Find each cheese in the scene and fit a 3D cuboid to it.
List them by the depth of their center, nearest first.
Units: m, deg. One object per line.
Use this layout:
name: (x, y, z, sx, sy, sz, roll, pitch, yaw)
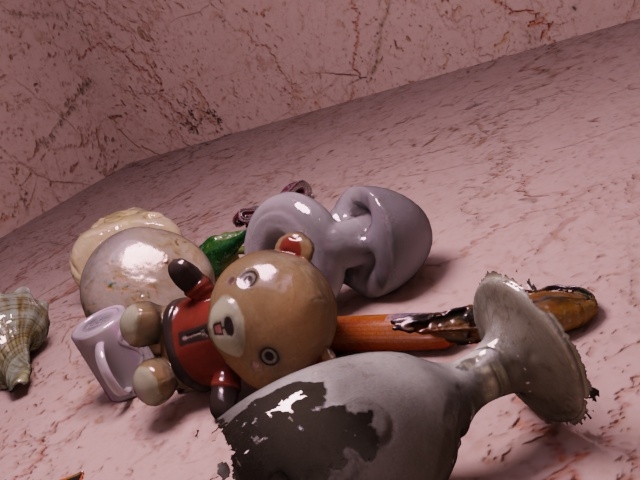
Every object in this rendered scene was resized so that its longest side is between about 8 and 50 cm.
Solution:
cheese: (-0.455, 0.028, 1.848, 0.248, 0.173, 0.251, -32, 26, -35)

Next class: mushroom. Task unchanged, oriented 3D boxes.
mushroom: (-0.311, 0.102, 1.450, 0.244, 0.243, 0.243, -19, 18, 6)

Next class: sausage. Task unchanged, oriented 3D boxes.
sausage: (0.050, 0.134, 1.133, 0.348, 0.053, 0.053, -7, 22, 37)

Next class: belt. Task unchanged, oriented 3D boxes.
belt: (-0.113, -0.082, 1.946, 0.232, 0.071, 0.053, -30, 13, -35)

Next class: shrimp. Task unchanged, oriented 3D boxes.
shrimp: (0.222, 0.104, 1.015, 0.262, 0.066, 0.117, -5, 4, 4)

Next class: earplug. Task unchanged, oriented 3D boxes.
earplug: (0.022, 0.013, 1.308, 0.326, 0.214, 0.175, -11, 1, 15)

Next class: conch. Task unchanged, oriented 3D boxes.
conch: (-0.655, 0.195, 1.597, 0.203, 0.169, 0.386, -48, 17, 1)

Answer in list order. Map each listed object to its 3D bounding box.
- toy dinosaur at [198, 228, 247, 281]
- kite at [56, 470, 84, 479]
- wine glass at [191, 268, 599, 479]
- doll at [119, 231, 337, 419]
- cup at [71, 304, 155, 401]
toy dinosaur: (-0.263, 0.048, 1.558, 0.301, 0.087, 0.447, -8, -17, -16)
kite: (-0.428, 0.392, 0.989, 0.378, 0.013, 0.327, -6, 22, 44)
wine glass: (0.074, 0.179, 0.764, 0.357, 0.190, 0.190, -24, 17, -18)
doll: (-0.122, 0.133, 1.129, 0.330, 0.235, 0.174, -20, -18, 28)
cup: (-0.324, 0.187, 1.278, 0.099, 0.133, 0.136, -34, 21, -25)
